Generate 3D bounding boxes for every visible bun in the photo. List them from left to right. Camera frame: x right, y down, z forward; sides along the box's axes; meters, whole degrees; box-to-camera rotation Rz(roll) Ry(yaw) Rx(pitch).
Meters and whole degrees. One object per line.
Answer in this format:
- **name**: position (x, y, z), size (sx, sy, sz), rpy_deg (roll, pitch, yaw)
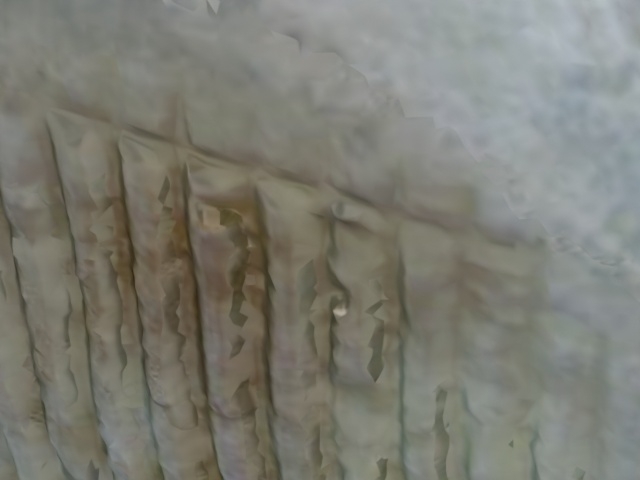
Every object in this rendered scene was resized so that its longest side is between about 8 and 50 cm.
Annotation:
- **bun**: position (0.000, 0.000, 0.488), size (0.362, 0.211, 0.362), rpy_deg (18, 134, 19)
